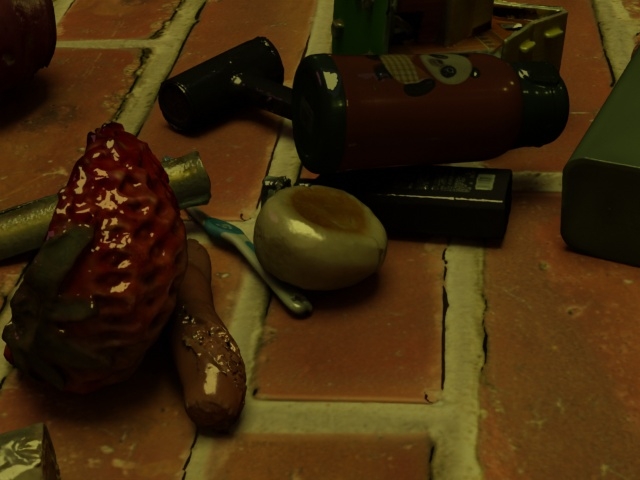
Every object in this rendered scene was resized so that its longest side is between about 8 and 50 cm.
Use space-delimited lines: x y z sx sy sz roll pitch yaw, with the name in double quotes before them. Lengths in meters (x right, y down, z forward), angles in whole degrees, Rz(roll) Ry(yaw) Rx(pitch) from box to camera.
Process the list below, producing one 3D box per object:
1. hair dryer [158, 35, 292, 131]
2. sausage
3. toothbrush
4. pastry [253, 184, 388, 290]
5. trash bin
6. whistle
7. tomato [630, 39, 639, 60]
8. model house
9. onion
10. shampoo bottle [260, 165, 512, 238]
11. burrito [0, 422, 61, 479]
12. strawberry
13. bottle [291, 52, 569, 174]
"hair dryer" -0.087 -0.211 1.725 0.251 0.089 0.197 22 39 40
"sausage" -0.131 0.090 1.258 0.078 0.078 0.304 -10 31 -11
"toothbrush" -0.115 -0.005 1.459 0.040 0.040 0.386 -19 38 -23
"pastry" 0.000 0.000 1.361 0.156 0.092 0.156 9 29 -5
"trash bin" 0.444 -0.113 1.454 0.223 0.158 0.343 14 36 27
"whistle" -0.294 -0.035 1.463 0.326 0.057 0.068 -17 56 -4
"tomato" 0.551 -0.225 1.698 0.225 0.085 0.225 0 28 0
"model house" 0.170 -0.297 1.672 0.323 0.300 0.340 -6 31 -16
"onion" -0.584 -0.347 1.817 0.358 0.345 0.358 -4 -5 0
"shampoo bottle" 0.078 -0.055 1.477 0.309 0.071 0.098 5 33 13
"burrito" -0.370 0.237 1.012 0.299 0.105 0.143 -10 36 -14
"strawberry" -0.214 0.012 1.259 0.149 0.265 0.336 21 32 -8
"bottle" 0.140 -0.160 1.460 0.336 0.144 0.144 -5 30 -19
